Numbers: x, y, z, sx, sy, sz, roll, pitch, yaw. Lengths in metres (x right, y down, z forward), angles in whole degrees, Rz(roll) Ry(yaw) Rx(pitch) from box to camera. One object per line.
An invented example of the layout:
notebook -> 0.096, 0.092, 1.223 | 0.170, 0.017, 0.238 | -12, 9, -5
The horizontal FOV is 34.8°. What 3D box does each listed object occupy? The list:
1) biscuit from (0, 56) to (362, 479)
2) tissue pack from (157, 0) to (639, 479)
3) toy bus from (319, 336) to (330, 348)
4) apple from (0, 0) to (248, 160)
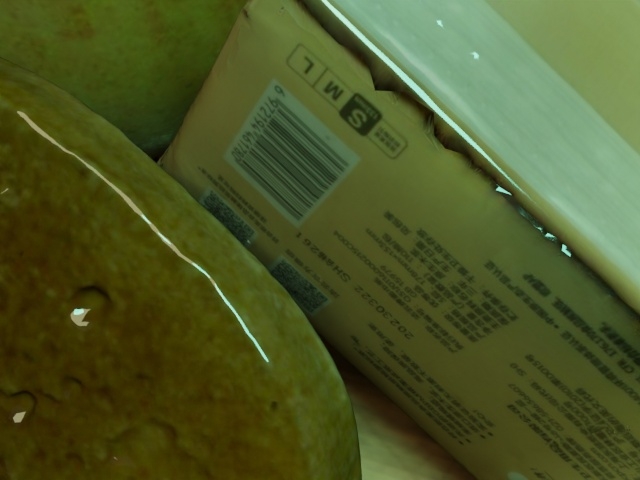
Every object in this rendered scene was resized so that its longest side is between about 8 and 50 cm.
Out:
biscuit -> -0.182, 0.093, 0.532 | 0.350, 0.070, 0.394 | -43, 88, 16
tissue pack -> 0.110, -0.030, 0.507 | 0.305, 0.238, 0.238 | 43, 72, -2
toy bus -> 0.000, 0.000, 0.626 | 0.083, 0.088, 0.194 | 33, 70, 15
apple -> -0.152, -0.215, 0.614 | 0.338, 0.305, 0.339 | 0, 66, 1
